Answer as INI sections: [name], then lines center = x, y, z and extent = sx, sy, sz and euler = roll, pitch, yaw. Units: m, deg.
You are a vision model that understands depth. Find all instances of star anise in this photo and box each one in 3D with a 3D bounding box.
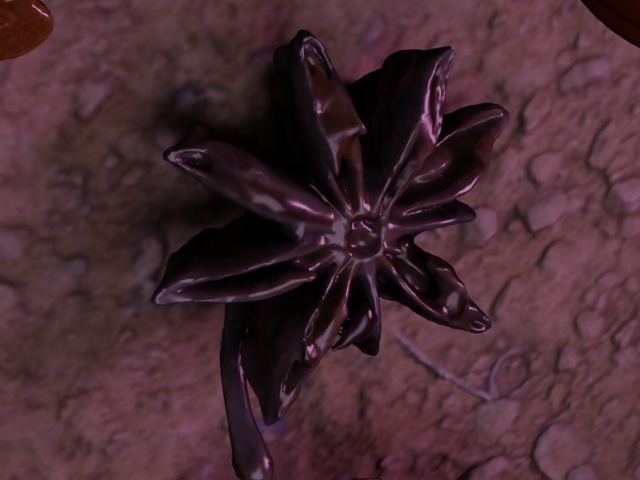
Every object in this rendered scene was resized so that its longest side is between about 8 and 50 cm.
[star anise]
center = -0.001, 0.000, 0.876
extent = 0.231, 0.089, 0.209
euler = -47, 122, 0

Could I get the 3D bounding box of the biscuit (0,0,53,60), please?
[biscuit]
center = -0.207, -0.096, 0.707
extent = 0.280, 0.043, 0.183
euler = -46, 131, 14

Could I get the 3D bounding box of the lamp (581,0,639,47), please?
[lamp]
center = 0.193, -0.183, 0.776
extent = 0.223, 0.196, 0.223
euler = -55, 166, -20

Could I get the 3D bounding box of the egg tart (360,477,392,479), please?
[egg tart]
center = 0.013, 0.242, 1.057
extent = 0.290, 0.115, 0.290
euler = -15, 131, -18
